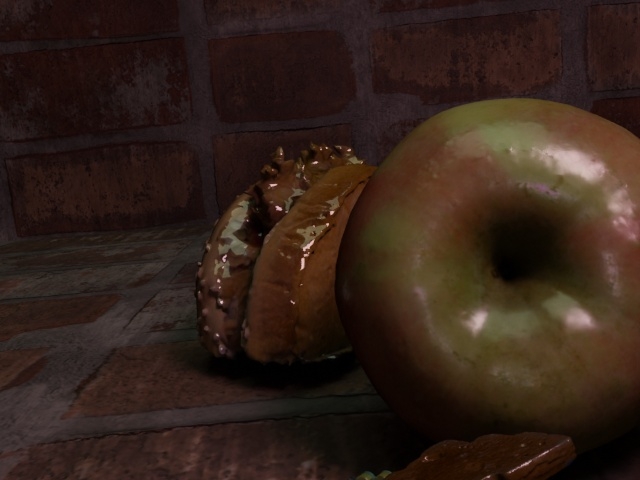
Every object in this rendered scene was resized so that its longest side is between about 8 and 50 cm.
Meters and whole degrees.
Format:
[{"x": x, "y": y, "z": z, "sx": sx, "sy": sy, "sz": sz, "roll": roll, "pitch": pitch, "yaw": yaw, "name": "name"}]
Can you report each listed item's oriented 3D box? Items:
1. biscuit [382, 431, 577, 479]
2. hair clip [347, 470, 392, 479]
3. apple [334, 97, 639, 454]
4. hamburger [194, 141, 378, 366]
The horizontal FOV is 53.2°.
[{"x": 0.096, "y": 0.147, "z": 0.402, "sx": 0.130, "sy": 0.019, "sz": 0.119, "roll": -24, "pitch": -6, "yaw": 27, "name": "biscuit"}, {"x": 0.081, "y": 0.194, "z": 0.443, "sx": 0.173, "sy": 0.049, "sz": 0.049, "roll": 4, "pitch": 13, "yaw": 38, "name": "hair clip"}, {"x": 0.170, "y": 0.033, "z": 0.591, "sx": 0.319, "sy": 0.319, "sz": 0.277, "roll": -3, "pitch": -12, "yaw": 9, "name": "apple"}, {"x": 0.000, "y": 0.000, "z": 0.938, "sx": 0.268, "sy": 0.287, "sz": 0.445, "roll": 2, "pitch": 8, "yaw": 37, "name": "hamburger"}]
